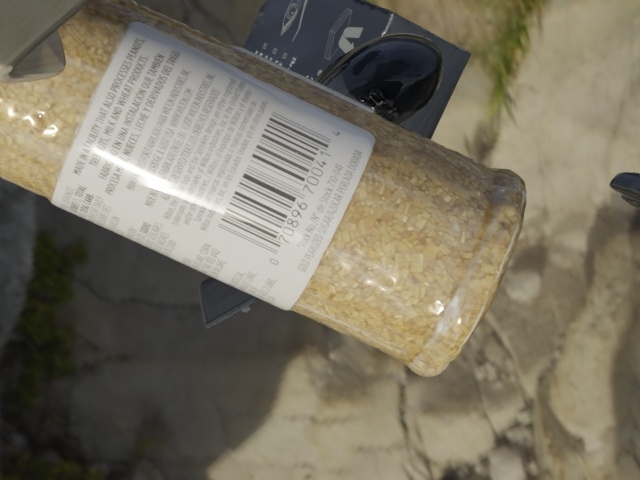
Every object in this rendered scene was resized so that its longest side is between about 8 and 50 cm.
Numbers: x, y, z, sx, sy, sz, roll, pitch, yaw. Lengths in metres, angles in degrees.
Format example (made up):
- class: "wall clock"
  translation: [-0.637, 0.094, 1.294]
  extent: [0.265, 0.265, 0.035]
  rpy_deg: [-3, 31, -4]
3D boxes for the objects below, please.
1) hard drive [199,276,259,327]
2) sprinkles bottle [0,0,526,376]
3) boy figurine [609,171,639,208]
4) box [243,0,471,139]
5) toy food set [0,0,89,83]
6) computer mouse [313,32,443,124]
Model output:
- class: "hard drive"
  translation: [0.000, 0.000, 1.797]
  extent: [0.254, 0.172, 0.054]
  rpy_deg: [-29, 90, -39]
- class: "sprinkles bottle"
  translation: [-0.074, -0.051, 0.911]
  extent: [0.355, 0.121, 0.121]
  rpy_deg: [25, 71, -5]
- class: "boy figurine"
  translation: [0.371, -0.160, 1.658]
  extent: [0.092, 0.177, 0.285]
  rpy_deg: [21, 90, 26]
- class: "box"
  translation: [0.010, -0.111, 1.366]
  extent: [0.158, 0.093, 0.156]
  rpy_deg: [32, 99, 49]
- class: "toy food set"
  translation: [-0.092, -0.212, 0.710]
  extent: [0.092, 0.306, 0.220]
  rpy_deg: [-20, 87, -34]
- class: "computer mouse"
  translation: [-0.032, -0.068, 1.113]
  extent: [0.242, 0.041, 0.071]
  rpy_deg: [-28, 42, 14]
